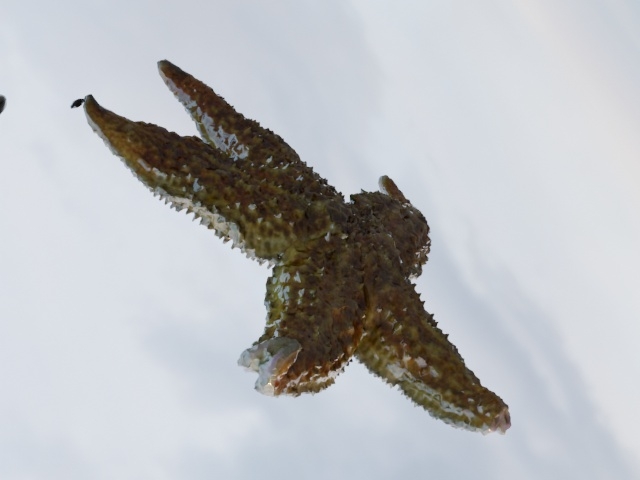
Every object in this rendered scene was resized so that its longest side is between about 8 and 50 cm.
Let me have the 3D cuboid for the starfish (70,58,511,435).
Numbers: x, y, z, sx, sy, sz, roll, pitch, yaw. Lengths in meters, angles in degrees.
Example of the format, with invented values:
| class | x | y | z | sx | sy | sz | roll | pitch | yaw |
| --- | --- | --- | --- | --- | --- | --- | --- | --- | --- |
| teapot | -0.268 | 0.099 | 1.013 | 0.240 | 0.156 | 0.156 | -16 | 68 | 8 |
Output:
| class | x | y | z | sx | sy | sz | roll | pitch | yaw |
| --- | --- | --- | --- | --- | --- | --- | --- | --- | --- |
| starfish | 0.001 | -0.001 | 0.688 | 0.227 | 0.043 | 0.240 | 44 | -158 | 4 |

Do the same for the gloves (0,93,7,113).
| class | x | y | z | sx | sy | sz | roll | pitch | yaw |
| --- | --- | --- | --- | --- | --- | --- | --- | --- | --- |
| gloves | -0.263 | -0.146 | 0.760 | 0.268 | 0.135 | 0.107 | 45 | -128 | -28 |
